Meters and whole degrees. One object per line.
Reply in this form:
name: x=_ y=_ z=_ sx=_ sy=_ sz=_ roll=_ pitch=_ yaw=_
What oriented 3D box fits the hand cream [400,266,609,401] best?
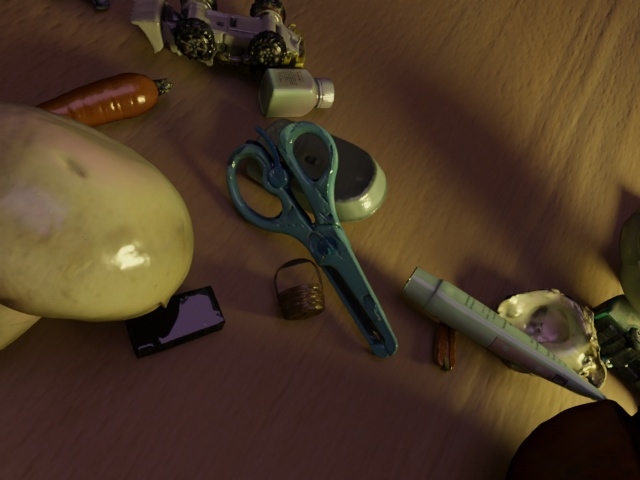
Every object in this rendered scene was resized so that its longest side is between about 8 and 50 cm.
hand cream: x=0.273 y=0.143 z=0.822 sx=0.331 sy=0.085 sz=0.058 roll=30 pitch=82 yaw=8

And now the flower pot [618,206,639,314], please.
flower pot: x=0.589 y=0.039 z=0.849 sx=0.246 sy=0.246 sz=0.195 roll=10 pitch=38 yaw=-14

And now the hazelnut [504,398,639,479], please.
hazelnut: x=0.422 y=0.363 z=0.638 sx=0.409 sy=0.359 sz=0.359 roll=39 pitch=58 yaw=-5

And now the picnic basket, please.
picnic basket: x=-0.030 y=0.067 z=0.789 sx=0.072 sy=0.072 sz=0.083 roll=-8 pitch=72 yaw=-22

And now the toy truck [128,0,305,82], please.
toy truck: x=-0.165 y=-0.339 z=0.926 sx=0.286 sy=0.111 sz=0.136 roll=6 pitch=52 yaw=-14

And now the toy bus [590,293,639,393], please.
toy bus: x=0.545 y=0.206 z=0.909 sx=0.261 sy=0.091 sz=0.109 roll=47 pitch=49 yaw=6

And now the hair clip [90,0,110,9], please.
hair clip: x=-0.407 y=-0.475 z=0.946 sx=0.146 sy=0.056 sz=0.187 roll=-20 pitch=69 yaw=-34

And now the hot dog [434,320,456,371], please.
hot dog: x=0.189 y=0.161 z=0.845 sx=0.037 sy=0.021 sz=0.083 roll=25 pitch=57 yaw=-17

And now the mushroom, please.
mushroom: x=-0.323 y=-0.023 z=0.609 sx=0.356 sy=0.315 sz=0.315 roll=-10 pitch=68 yaw=-23

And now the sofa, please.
sofa: x=-0.191 y=0.106 z=0.732 sx=0.118 sy=0.039 sz=0.060 roll=-17 pitch=72 yaw=-26

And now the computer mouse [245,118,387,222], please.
computer mouse: x=-0.005 y=-0.106 z=0.885 sx=0.231 sy=0.079 sz=0.128 roll=27 pitch=66 yaw=12

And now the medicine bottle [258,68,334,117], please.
medicine bottle: x=-0.040 y=-0.250 z=0.943 sx=0.118 sy=0.074 sz=0.055 roll=-7 pitch=66 yaw=-22

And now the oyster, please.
oyster: x=0.366 y=0.161 z=0.882 sx=0.163 sy=0.081 sz=0.191 roll=-33 pitch=74 yaw=-2

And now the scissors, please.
scissors: x=0.000 y=0.000 z=0.813 sx=0.393 sy=0.180 sz=0.032 roll=61 pitch=17 yaw=5

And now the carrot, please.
carrot: x=-0.371 y=-0.183 z=0.805 sx=0.336 sy=0.069 sz=0.069 roll=-25 pitch=74 yaw=-25
